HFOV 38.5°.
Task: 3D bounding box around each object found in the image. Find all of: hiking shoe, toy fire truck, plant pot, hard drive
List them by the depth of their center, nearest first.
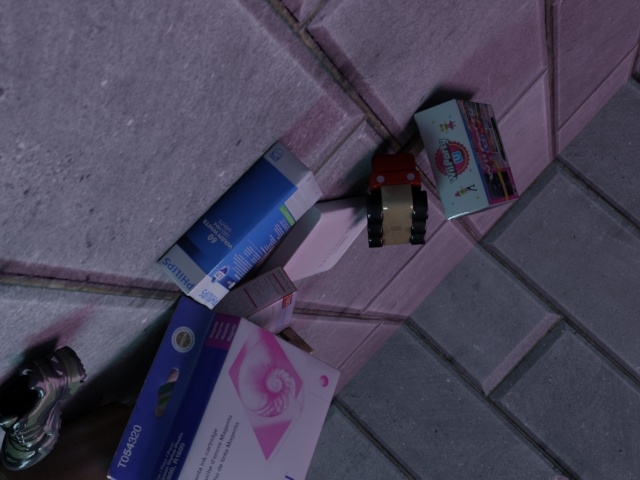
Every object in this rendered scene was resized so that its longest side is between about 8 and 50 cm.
[{"bbox_3d":[-0.422,0.240,1.286,0.114,0.086,0.226,-3,130,-50],"label":"hiking shoe"},{"bbox_3d":[-0.413,0.396,1.496,0.230,0.215,0.215,-10,143,-45],"label":"plant pot"},{"bbox_3d":[0.165,-0.130,1.848,0.159,0.246,0.217,-5,160,3],"label":"toy fire truck"},{"bbox_3d":[0.000,0.000,1.863,0.203,0.040,0.307,-52,164,21],"label":"hard drive"}]

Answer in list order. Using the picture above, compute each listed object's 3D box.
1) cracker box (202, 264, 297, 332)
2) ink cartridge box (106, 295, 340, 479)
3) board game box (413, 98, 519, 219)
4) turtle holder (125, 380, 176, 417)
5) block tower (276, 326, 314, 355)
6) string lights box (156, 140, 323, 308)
[{"bbox_3d":[-0.160,0.151,1.689,0.232,0.067,0.155,-27,159,-20],"label":"cracker box"},{"bbox_3d":[-0.147,0.304,1.545,0.071,0.330,0.324,-7,-123,52],"label":"ink cartridge box"},{"bbox_3d":[0.311,-0.169,1.909,0.098,0.223,0.303,-18,178,25],"label":"board game box"},{"bbox_3d":[-0.264,0.358,1.693,0.227,0.320,0.243,23,90,-37],"label":"turtle holder"},{"bbox_3d":[-0.146,0.312,2.183,0.335,0.097,0.091,-28,156,-55],"label":"block tower"},{"bbox_3d":[-0.118,-0.019,1.414,0.259,0.077,0.133,-45,165,-4],"label":"string lights box"}]
